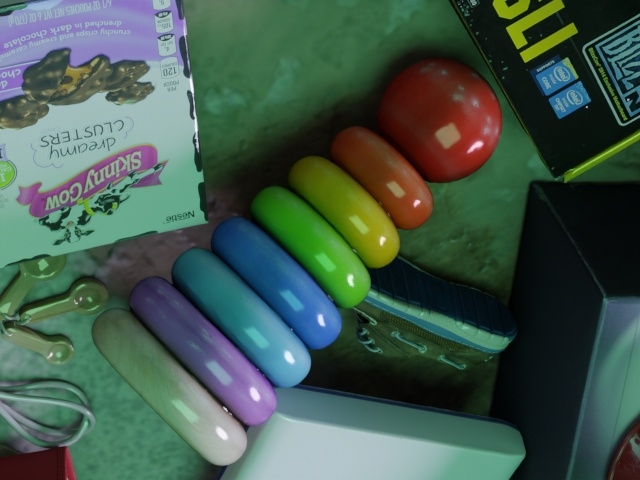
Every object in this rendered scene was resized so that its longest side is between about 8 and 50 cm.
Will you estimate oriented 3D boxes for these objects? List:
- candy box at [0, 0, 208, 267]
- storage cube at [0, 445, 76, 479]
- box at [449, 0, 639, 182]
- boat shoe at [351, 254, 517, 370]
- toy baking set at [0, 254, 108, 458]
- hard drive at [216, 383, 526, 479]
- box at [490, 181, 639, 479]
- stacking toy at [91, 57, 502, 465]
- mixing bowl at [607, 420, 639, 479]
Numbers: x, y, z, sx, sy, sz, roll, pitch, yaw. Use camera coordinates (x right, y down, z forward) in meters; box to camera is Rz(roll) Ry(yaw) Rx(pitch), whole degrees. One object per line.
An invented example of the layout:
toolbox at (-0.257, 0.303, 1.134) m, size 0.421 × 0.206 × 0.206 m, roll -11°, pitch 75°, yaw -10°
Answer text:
candy box at (-0.170, -0.091, 1.337) m, size 0.165 × 0.070 × 0.196 m, roll -13°, pitch 124°, yaw -13°
storage cube at (-0.265, 0.295, 1.478) m, size 0.193 × 0.215 × 0.183 m, roll -10°, pitch 126°, yaw -1°
box at (0.198, -0.230, 1.351) m, size 0.257 × 0.079 × 0.322 m, roll -29°, pitch 124°, yaw 7°
boat shoe at (0.059, 0.057, 1.498) m, size 0.183 × 0.066 × 0.066 m, roll 24°, pitch 123°, yaw -20°
toy baking set at (-0.259, 0.094, 1.460) m, size 0.197 × 0.030 × 0.256 m, roll 1°, pitch 121°, yaw -15°
hard drive at (0.000, 0.245, 1.573) m, size 0.210 × 0.040 × 0.318 m, roll 12°, pitch 131°, yaw -21°
box at (0.303, 0.120, 1.532) m, size 0.294 × 0.182 × 0.296 m, roll -1°, pitch 121°, yaw -12°
stacking toy at (0.000, 0.000, 1.385) m, size 0.330 × 0.141 × 0.141 m, roll -44°, pitch 122°, yaw -4°
mixing bowl at (0.306, 0.195, 1.411) m, size 0.181 × 0.098 × 0.181 m, roll -6°, pitch 124°, yaw -9°
